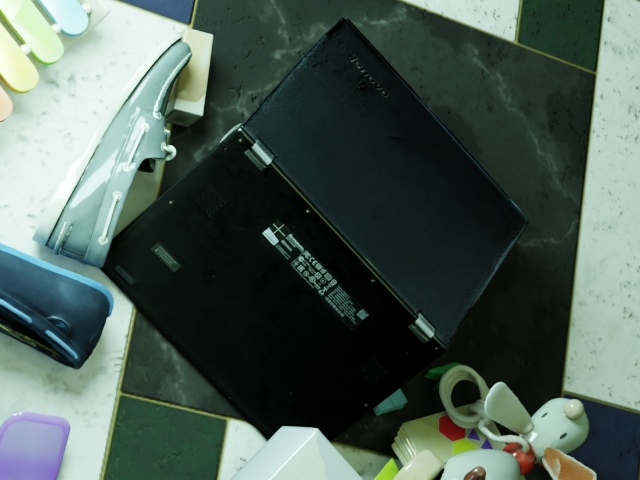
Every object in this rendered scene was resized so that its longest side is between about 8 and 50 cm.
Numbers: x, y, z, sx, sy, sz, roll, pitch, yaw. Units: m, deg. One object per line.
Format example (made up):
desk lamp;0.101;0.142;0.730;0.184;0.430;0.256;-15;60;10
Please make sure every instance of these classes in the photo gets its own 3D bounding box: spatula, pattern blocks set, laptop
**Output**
spatula;-0.356;0.348;1.705;0.084;0.030;0.296;14;73;-23
pattern blocks set;0.195;0.307;1.927;0.285;0.026;0.325;-3;55;-26
laptop;0.000;0.000;1.906;0.408;0.236;0.382;-40;100;16

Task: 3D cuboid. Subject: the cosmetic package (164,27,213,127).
cosmetic package;-0.174;-0.211;1.906;0.041;0.060;0.115;13;72;-24

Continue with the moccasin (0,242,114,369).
moccasin;-0.402;0.059;1.688;0.342;0.138;0.117;20;75;-21

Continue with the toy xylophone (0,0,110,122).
toy xylophone;-0.430;-0.259;1.776;0.236;0.081;0.322;46;63;-10

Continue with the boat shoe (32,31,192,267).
boat shoe;-0.234;-0.111;1.816;0.099;0.116;0.319;32;74;-5

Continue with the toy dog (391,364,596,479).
toy dog;0.232;0.272;1.844;0.220;0.161;0.333;31;48;2

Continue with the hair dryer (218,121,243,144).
hair dryer;0.027;-0.091;1.968;0.293;0.080;0.223;-23;90;-29

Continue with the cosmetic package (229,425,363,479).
cosmetic package;-0.029;0.382;1.785;0.224;0.138;0.224;-45;99;-19
